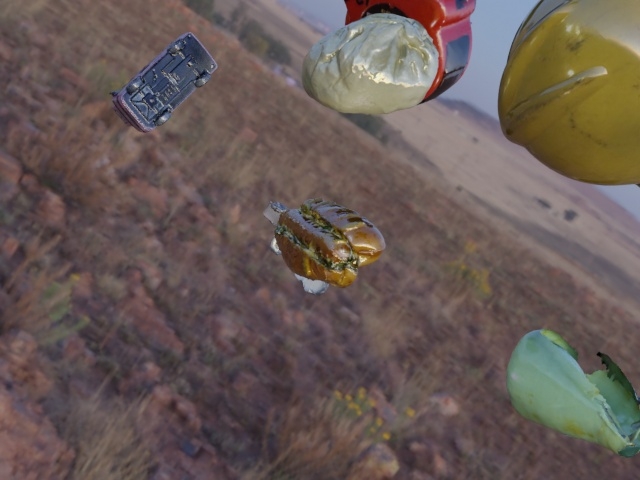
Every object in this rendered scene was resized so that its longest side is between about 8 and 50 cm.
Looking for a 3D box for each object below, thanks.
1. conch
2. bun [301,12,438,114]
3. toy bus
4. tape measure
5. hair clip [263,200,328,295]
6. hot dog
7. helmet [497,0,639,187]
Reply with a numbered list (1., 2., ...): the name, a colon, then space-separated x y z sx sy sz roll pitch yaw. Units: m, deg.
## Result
1. conch: 0.379 0.217 1.353 0.251 0.137 0.143 17 -9 47
2. bun: 0.083 -0.288 1.486 0.230 0.145 0.229 5 29 -3
3. toy bus: -0.294 -0.289 1.743 0.096 0.199 0.108 51 -26 -23
4. tape measure: 0.149 -0.371 1.665 0.114 0.260 0.253 -28 46 -36
5. hair clip: -0.027 0.002 1.586 0.172 0.116 0.049 45 26 19
6. hot dog: 0.000 0.000 1.258 0.072 0.115 0.269 42 -6 -22
7. helmet: 0.218 -0.126 0.780 0.257 0.140 0.205 92 -17 -69
